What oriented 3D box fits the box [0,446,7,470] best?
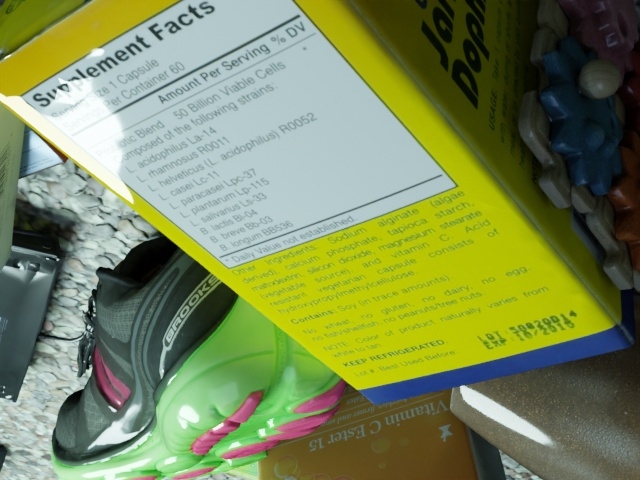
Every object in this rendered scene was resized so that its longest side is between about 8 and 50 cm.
[{"bbox_3d":[-0.557,0.307,1.285,0.207,0.108,0.153,-14,136,28],"label":"box"}]

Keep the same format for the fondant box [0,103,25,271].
[{"bbox_3d":[-0.395,-0.089,0.709,0.330,0.096,0.238,23,136,-3],"label":"fondant box"}]

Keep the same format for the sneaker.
[{"bbox_3d":[-0.126,0.107,0.870,0.185,0.202,0.483,2,158,-32],"label":"sneaker"}]

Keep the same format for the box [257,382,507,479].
[{"bbox_3d":[0.074,0.302,0.887,0.215,0.345,0.168,-20,134,13],"label":"box"}]

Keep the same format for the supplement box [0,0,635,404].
[{"bbox_3d":[0.021,-0.083,0.569,0.194,0.195,0.356,-19,134,33],"label":"supplement box"}]

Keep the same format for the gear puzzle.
[{"bbox_3d":[0.230,-0.025,0.603,0.044,0.175,0.339,-13,137,38],"label":"gear puzzle"}]

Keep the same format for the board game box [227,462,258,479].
[{"bbox_3d":[-0.064,0.222,1.101,0.092,0.043,0.181,20,142,-10],"label":"board game box"}]

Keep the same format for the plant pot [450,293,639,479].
[{"bbox_3d":[0.234,0.129,0.799,0.230,0.215,0.215,16,144,17],"label":"plant pot"}]

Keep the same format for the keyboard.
[{"bbox_3d":[-0.310,0.086,0.982,0.202,0.033,0.317,15,142,-17],"label":"keyboard"}]

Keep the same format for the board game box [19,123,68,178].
[{"bbox_3d":[-0.356,-0.084,0.800,0.281,0.027,0.145,-14,136,30],"label":"board game box"}]
